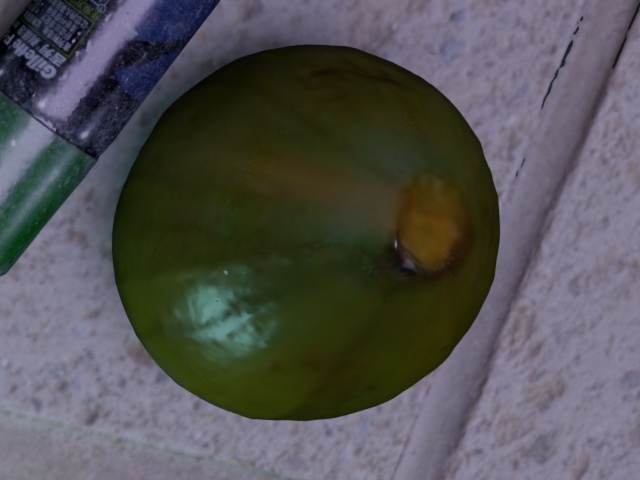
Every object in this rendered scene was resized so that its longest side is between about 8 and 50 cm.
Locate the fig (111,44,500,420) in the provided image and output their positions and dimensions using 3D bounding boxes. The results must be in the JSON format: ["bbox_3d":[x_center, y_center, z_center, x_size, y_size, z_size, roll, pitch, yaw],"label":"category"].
[{"bbox_3d":[0.000,0.000,1.072,0.239,0.271,0.239,-2,94,-21],"label":"fig"}]

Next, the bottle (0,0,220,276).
[{"bbox_3d":[-0.131,-0.131,1.076,0.093,0.093,0.330,37,92,-27],"label":"bottle"}]
